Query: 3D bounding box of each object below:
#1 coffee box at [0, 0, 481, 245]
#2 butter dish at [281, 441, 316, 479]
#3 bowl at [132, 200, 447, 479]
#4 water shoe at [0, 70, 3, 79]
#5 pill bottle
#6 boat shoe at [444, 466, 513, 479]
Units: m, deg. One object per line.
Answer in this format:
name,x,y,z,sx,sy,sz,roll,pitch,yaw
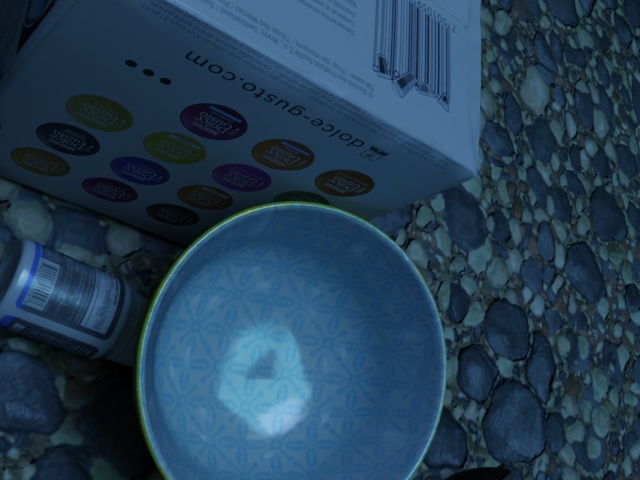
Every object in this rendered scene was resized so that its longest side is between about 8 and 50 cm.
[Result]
coffee box,-0.085,-0.211,0.722,0.337,0.334,0.338,23,61,-35
butter dish,-0.006,0.260,0.793,0.160,0.118,0.160,-45,108,-40
bowl,-0.044,0.114,0.729,0.289,0.156,0.290,1,87,-25
water shoe,-0.286,-0.077,0.586,0.080,0.203,0.073,26,61,-15
pill bottle,-0.217,0.059,0.694,0.137,0.078,0.078,30,59,-33
boat shoe,0.142,0.353,0.899,0.307,0.110,0.105,-6,86,-45
